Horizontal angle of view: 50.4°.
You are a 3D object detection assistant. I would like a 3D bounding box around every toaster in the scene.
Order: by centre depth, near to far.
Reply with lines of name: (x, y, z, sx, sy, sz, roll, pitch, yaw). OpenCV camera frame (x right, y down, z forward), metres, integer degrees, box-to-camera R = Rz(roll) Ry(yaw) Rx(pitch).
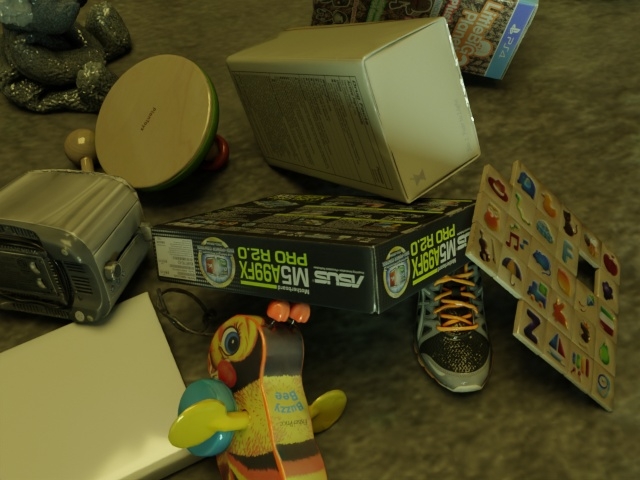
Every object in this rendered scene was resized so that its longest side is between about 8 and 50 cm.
toaster: (-0.307, -0.001, 0.779, 0.227, 0.129, 0.146, 5, 35, 18)

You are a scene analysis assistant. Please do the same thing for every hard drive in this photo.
hard drive: (-0.290, 0.195, 0.694, 0.308, 0.040, 0.203, -23, 55, -13)

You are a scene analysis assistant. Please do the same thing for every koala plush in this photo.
koala plush: (-0.405, -0.318, 0.979, 0.204, 0.221, 0.196, -6, 53, -1)

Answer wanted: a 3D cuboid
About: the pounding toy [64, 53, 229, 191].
pounding toy: (-0.214, -0.126, 0.914, 0.237, 0.110, 0.182, -34, 65, 14)

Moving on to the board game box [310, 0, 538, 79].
board game box: (0.151, -0.391, 0.979, 0.291, 0.141, 0.231, 12, 60, -1)

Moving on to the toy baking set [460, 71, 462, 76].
toy baking set: (0.116, -0.254, 1.020, 0.197, 0.030, 0.256, -1, 53, 7)

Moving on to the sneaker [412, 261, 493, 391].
sneaker: (0.141, 0.061, 0.742, 0.084, 0.083, 0.214, -3, 54, -1)

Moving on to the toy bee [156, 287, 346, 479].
toy bee: (-0.065, 0.135, 0.630, 0.298, 0.162, 0.195, 52, 32, 11)

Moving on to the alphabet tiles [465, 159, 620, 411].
alphabet tiles: (0.238, 0.034, 0.703, 0.237, 0.009, 0.198, 37, 52, -22)

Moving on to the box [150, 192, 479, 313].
box: (0.000, 0.000, 0.689, 0.270, 0.060, 0.216, 5, 15, 36)

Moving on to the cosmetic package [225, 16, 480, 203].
cosmetic package: (0.023, -0.160, 0.790, 0.113, 0.160, 0.309, -33, 29, -22)
